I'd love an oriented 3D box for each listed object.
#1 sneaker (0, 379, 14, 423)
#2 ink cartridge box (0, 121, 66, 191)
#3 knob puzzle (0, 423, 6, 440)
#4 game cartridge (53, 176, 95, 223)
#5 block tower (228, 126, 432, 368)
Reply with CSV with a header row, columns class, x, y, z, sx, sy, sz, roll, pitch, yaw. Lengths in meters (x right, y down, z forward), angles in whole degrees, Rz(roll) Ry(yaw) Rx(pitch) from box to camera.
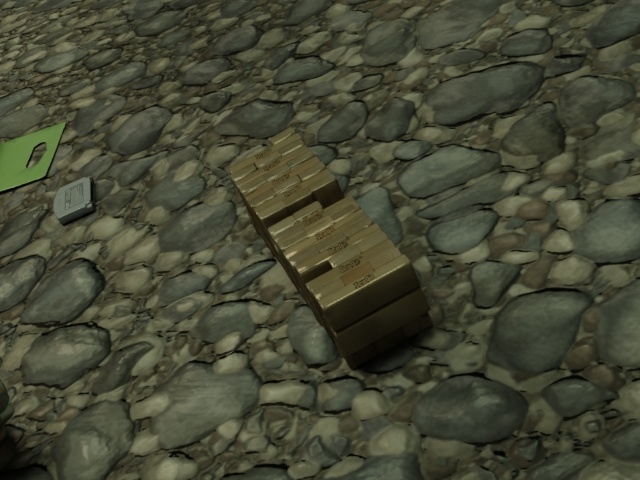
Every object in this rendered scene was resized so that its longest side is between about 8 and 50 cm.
class,x,y,z,sx,sy,sz,roll,pitch,yaw
sneaker,-0.348,0.151,1.023,0.121,0.099,0.262,-20,-2,-5
ink cartridge box,-0.508,-0.119,1.696,0.235,0.056,0.171,-20,32,13
knob puzzle,-0.399,0.223,1.157,0.213,0.030,0.213,-18,34,13
game cartridge,-0.326,-0.053,1.512,0.056,0.017,0.083,-21,33,2
block tower,0.000,0.000,1.144,0.097,0.091,0.335,-28,32,-4
